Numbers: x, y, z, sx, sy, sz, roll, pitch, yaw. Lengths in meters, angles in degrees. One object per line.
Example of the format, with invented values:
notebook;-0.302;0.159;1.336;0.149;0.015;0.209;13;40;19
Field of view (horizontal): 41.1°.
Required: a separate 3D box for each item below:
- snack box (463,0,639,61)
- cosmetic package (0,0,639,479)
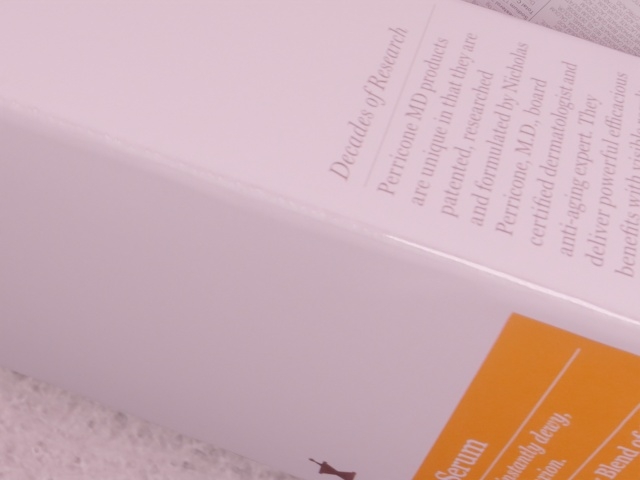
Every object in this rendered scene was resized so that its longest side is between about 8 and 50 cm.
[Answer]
snack box;0.046;-0.205;0.384;0.322;0.060;0.187;39;148;-6
cosmetic package;0.000;0.000;0.436;0.453;0.162;0.230;19;141;5
